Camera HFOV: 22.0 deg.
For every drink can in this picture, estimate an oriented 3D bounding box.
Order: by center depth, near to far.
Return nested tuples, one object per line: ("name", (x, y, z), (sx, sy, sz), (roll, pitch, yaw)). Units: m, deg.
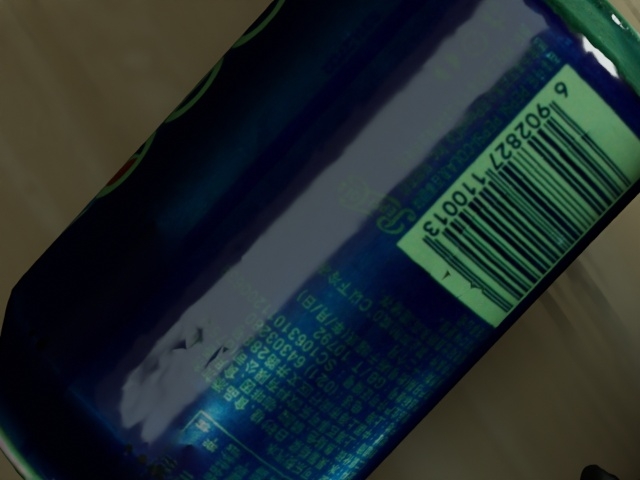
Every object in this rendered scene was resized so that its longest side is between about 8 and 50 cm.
("drink can", (0.000, 0.000, 0.478), (0.118, 0.118, 0.205), (45, 94, 7))

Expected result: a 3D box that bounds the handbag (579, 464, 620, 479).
("handbag", (0.247, 0.082, 0.431), (0.332, 0.075, 0.191), (26, 104, -6))
